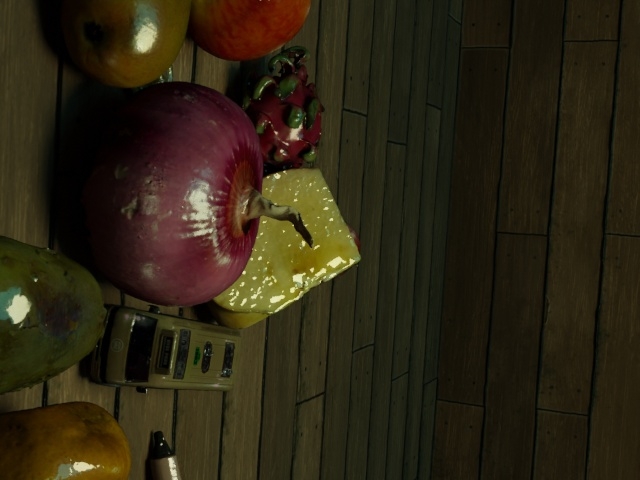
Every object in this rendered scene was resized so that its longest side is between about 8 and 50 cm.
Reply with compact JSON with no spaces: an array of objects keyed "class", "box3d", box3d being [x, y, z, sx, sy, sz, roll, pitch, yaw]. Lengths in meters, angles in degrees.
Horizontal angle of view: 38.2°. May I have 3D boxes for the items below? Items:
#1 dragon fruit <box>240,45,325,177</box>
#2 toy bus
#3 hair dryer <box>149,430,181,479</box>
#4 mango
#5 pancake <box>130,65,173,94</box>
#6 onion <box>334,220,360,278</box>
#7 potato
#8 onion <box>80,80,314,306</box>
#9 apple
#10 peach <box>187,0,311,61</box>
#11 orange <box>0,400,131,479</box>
[{"class":"dragon fruit","box3d":[-0.088,-0.256,1.875,0.218,0.198,0.273,55,18,-41]},{"class":"toy bus","box3d":[-0.255,0.190,1.567,0.289,0.157,0.139,28,68,-66]},{"class":"hair dryer","box3d":[-0.248,0.511,1.661,0.107,0.189,0.344,-14,93,-67]},{"class":"mango","box3d":[-0.278,-0.370,1.395,0.211,0.173,0.317,71,26,-45]},{"class":"pancake","box3d":[-0.288,-0.284,1.569,0.139,0.022,0.139,4,90,-68]},{"class":"onion","box3d":[0.000,0.000,2.170,0.195,0.159,0.159,44,51,-36]},{"class":"potato","box3d":[-0.398,0.098,1.188,0.307,0.173,0.210,12,81,-65]},{"class":"onion","box3d":[-0.200,-0.070,1.475,0.358,0.345,0.358,-176,-90,-79]},{"class":"apple","box3d":[-0.097,0.033,1.804,0.309,0.252,0.314,-26,141,-15]},{"class":"peach","box3d":[-0.129,-0.445,1.629,0.281,0.238,0.281,-48,156,-29]},{"class":"orange","box3d":[-0.365,0.309,1.197,0.249,0.249,0.183,8,70,-67]}]
